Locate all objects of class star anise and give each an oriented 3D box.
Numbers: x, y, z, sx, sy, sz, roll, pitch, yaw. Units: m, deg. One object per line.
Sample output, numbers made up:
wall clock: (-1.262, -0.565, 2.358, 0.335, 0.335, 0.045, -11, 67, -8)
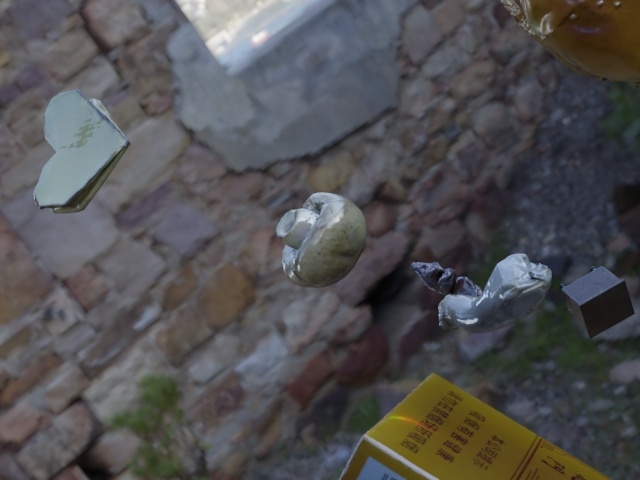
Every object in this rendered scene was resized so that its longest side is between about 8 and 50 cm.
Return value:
star anise: (0.288, 0.096, 2.614, 0.065, 0.195, 0.182, -56, 15, -4)

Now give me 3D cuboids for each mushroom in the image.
mushroom: (0.288, 0.100, 2.016, 0.099, 0.096, 0.278, -42, 1, -33)
mushroom: (0.000, 0.000, 1.656, 0.148, 0.112, 0.148, -43, 30, 33)

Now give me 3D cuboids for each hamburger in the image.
hamburger: (0.394, -0.355, 1.642, 0.290, 0.314, 0.170, -49, 6, -18)

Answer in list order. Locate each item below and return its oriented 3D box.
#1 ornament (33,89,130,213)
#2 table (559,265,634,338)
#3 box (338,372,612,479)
ornament: (-0.381, -0.144, 1.968, 0.180, 0.059, 0.201, -4, 73, 30)
table: (0.434, 0.093, 1.923, 0.083, 0.070, 0.082, -29, 30, -7)
box: (0.238, 0.320, 1.293, 0.115, 0.415, 0.264, -64, -16, 17)
